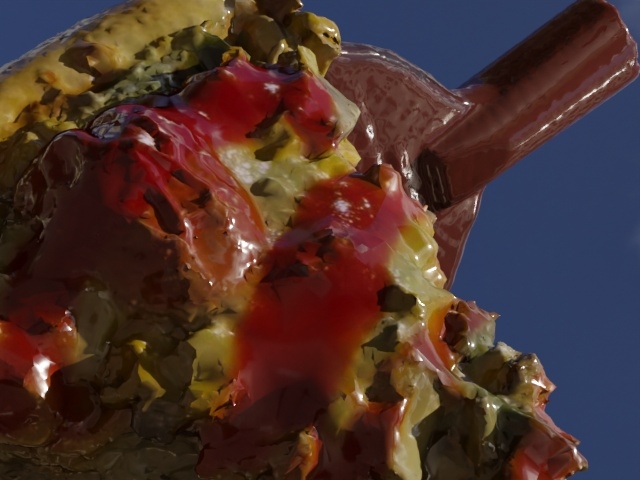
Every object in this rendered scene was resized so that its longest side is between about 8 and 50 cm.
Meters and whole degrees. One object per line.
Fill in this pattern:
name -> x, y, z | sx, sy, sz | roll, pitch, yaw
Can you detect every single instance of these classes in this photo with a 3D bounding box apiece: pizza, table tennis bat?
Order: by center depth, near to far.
pizza -> -0.012, 0.016, 0.467 | 0.199, 0.188, 0.062 | 31, -39, 11
table tennis bat -> 0.000, 0.000, 1.018 | 0.051, 0.414, 0.268 | 37, -26, 42
